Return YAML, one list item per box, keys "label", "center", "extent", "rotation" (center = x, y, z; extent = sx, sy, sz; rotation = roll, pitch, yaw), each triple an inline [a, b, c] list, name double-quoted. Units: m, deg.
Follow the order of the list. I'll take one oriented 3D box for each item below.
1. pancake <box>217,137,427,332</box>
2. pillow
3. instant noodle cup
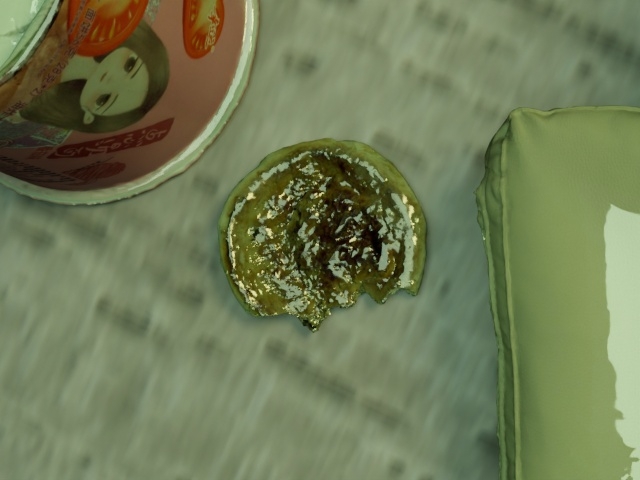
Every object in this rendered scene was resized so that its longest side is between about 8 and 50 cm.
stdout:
- label: "pancake"
  center: [-0.001, -0.006, 0.844]
  extent: [0.129, 0.022, 0.116]
  rotation: [-20, 84, 8]
- label: "pillow"
  center: [0.215, 0.083, 0.733]
  extent: [0.255, 0.120, 0.322]
  rotation: [-3, 88, 6]
- label: "instant noodle cup"
  center: [-0.181, -0.148, 0.785]
  extent: [0.243, 0.231, 0.243]
  rotation: [-1, 87, 14]
